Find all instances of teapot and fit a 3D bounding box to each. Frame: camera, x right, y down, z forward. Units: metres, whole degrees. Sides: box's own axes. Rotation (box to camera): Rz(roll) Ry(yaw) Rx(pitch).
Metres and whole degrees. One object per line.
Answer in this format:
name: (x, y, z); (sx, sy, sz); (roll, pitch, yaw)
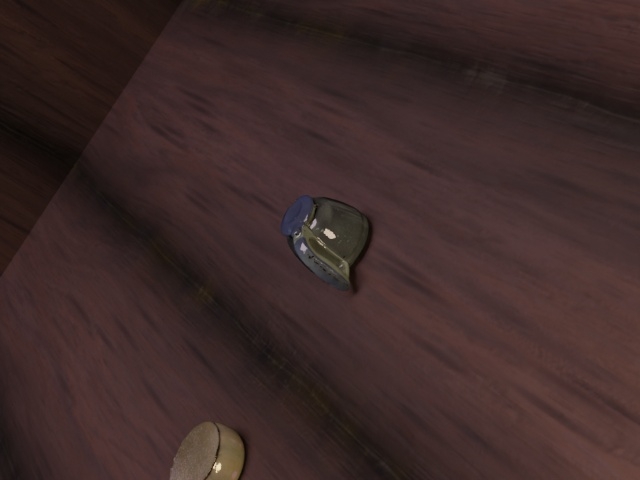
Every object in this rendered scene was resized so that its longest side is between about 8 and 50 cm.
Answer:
teapot: (-0.006, 0.001, 1.635); (0.111, 0.108, 0.149); (-23, 44, 47)

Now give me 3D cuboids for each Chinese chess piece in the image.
Chinese chess piece: (-0.159, 0.314, 1.617); (0.122, 0.051, 0.122); (-38, 34, 33)
